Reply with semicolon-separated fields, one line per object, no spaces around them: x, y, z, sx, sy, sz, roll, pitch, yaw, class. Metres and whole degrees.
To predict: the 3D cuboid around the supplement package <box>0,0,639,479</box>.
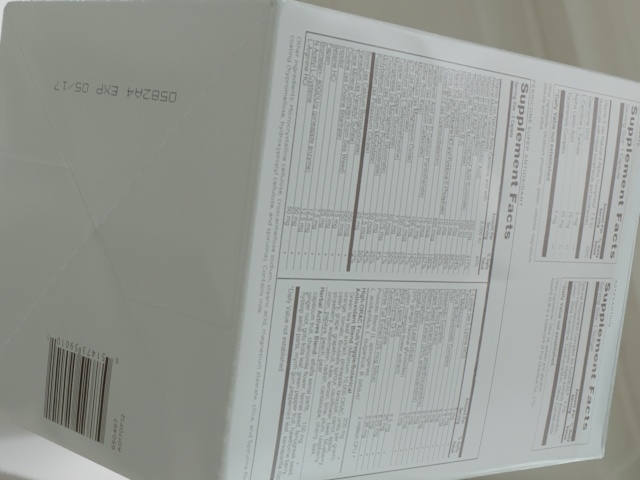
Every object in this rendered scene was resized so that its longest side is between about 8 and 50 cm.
0.000;0.000;0.594;0.199;0.262;0.198;11;-84;46;supplement package
